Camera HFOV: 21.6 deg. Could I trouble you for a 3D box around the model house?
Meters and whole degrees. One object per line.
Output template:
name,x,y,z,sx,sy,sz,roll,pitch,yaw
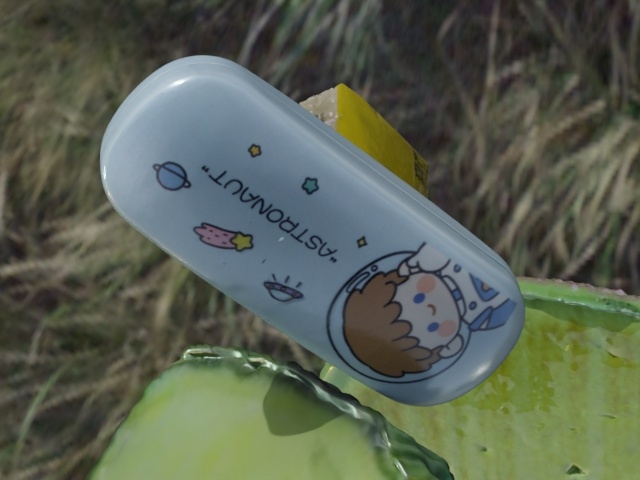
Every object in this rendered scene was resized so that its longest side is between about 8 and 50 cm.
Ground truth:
model house,0.013,0.174,0.707,0.211,0.170,0.194,42,159,-31

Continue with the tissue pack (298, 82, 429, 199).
tissue pack,0.021,-0.010,1.186,0.082,0.169,0.120,-23,136,29

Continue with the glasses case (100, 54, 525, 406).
glasses case,0.000,0.000,0.613,0.178,0.045,0.067,35,108,-26

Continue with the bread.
bread,0.139,0.130,0.846,0.301,0.045,0.301,15,134,16
